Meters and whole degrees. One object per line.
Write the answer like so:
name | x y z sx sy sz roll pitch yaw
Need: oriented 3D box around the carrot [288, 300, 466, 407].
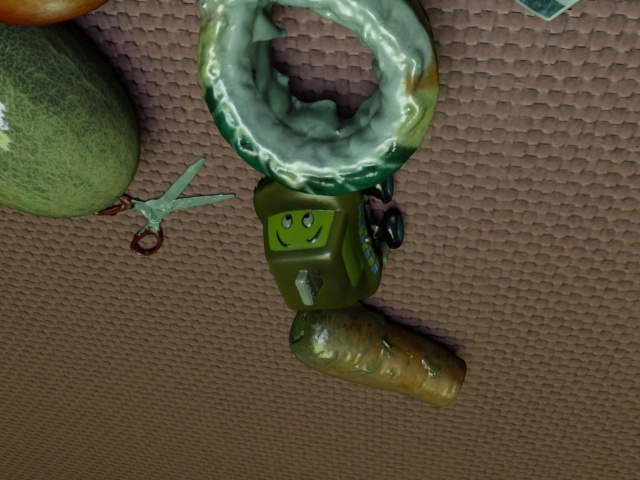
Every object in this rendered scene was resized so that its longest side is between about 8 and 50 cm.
carrot | 0.093 0.194 1.121 0.302 0.138 0.138 27 133 -11

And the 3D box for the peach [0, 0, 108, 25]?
peach | -0.275 -0.364 0.594 0.243 0.380 0.306 -6 104 21

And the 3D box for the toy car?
toy car | 0.000 0.000 0.920 0.204 0.198 0.247 -4 128 20

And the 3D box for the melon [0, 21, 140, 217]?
melon | -0.381 -0.168 0.834 0.249 0.248 0.329 -22 127 31

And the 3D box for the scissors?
scissors | -0.255 -0.057 1.061 0.248 0.017 0.144 -21 123 29

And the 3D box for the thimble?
thimble | -0.005 -0.199 0.744 0.288 0.167 0.254 40 118 -12

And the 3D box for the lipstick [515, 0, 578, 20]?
lipstick | 0.274 -0.297 0.574 0.078 0.076 0.290 27 165 -12
